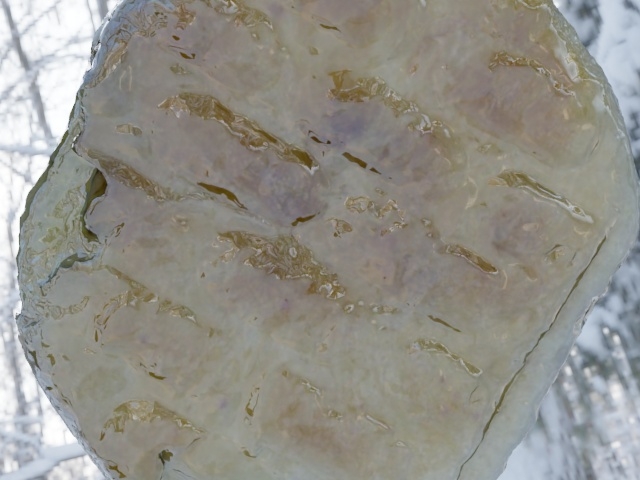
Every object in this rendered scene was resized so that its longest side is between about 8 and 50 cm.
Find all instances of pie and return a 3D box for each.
[{"bbox_3d":[0.000,0.000,0.331,0.195,0.195,0.046,-14,12,-6],"label":"pie"}]
